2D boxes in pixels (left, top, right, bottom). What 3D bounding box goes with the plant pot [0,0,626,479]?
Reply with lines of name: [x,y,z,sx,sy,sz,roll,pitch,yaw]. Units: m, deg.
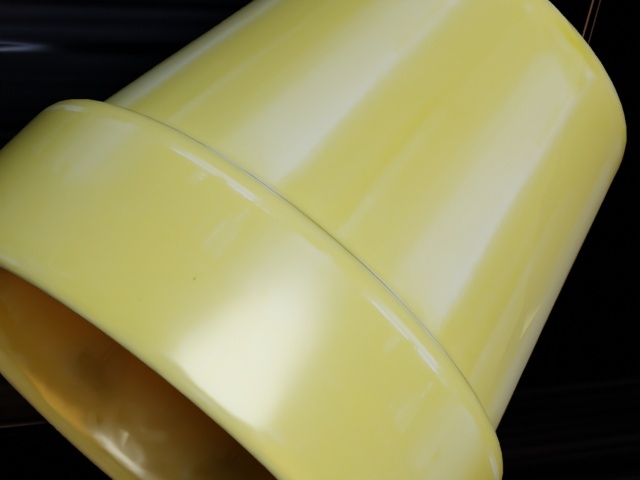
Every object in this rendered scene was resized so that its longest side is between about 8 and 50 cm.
plant pot: [0.000,0.000,0.761,0.239,0.254,0.254,-50,133,-18]
